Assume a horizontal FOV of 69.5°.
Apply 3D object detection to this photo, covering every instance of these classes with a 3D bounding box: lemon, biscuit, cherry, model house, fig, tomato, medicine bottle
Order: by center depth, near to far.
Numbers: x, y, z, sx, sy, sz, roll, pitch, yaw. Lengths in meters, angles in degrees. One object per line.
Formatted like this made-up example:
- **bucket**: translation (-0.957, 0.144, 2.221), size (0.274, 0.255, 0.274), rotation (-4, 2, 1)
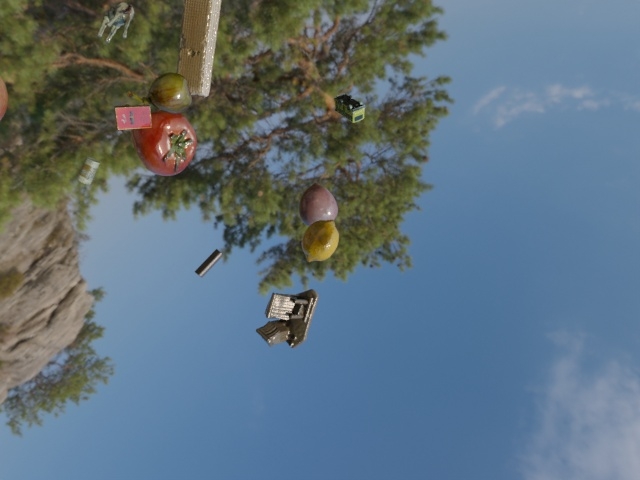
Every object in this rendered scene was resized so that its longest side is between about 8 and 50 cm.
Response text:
- **medicine bottle**: translation (-0.780, -0.234, 1.548), size (0.083, 0.047, 0.047), rotation (-61, -153, 9)
- **model house**: translation (-0.126, 0.264, 1.602), size (0.122, 0.188, 0.229), rotation (25, -82, 39)
- **fig**: translation (-0.557, -0.515, 1.659), size (0.186, 0.142, 0.148), rotation (-28, -166, 12)
- **biscuit**: translation (-0.492, -0.801, 1.843), size (0.143, 0.427, 0.078), rotation (13, -167, 14)
- **tomato**: translation (-0.807, -0.500, 2.367), size (0.272, 0.342, 0.341), rotation (9, -130, 30)
- **lemon**: translation (0.000, 0.000, 2.402), size (0.188, 0.188, 0.257), rotation (19, -102, 57)
- **cherry**: translation (-0.021, -0.201, 2.692), size (0.239, 0.239, 0.206), rotation (-16, -156, 34)

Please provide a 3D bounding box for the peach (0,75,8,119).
- **peach**: translation (-1.148, -0.469, 1.477), size (0.252, 0.252, 0.252), rotation (-28, -150, 18)

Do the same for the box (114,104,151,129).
- **box**: translation (-0.741, -0.489, 1.827), size (0.133, 0.090, 0.023), rotation (-12, -144, -31)

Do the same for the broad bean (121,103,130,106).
- **broad bean**: translation (-0.826, -0.541, 1.947), size (0.083, 0.063, 0.045), rotation (-9, 178, 22)

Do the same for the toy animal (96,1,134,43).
- **toy animal**: translation (-0.844, -0.886, 1.873), size (0.255, 0.089, 0.170), rotation (24, -95, 42)

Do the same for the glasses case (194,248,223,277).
- **glasses case**: translation (-0.667, 0.137, 2.760), size (0.191, 0.042, 0.072), rotation (-48, -136, -11)

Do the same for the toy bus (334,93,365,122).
- **toy bus**: translation (0.151, -0.703, 2.448), size (0.088, 0.101, 0.175), rotation (-27, -132, -22)
